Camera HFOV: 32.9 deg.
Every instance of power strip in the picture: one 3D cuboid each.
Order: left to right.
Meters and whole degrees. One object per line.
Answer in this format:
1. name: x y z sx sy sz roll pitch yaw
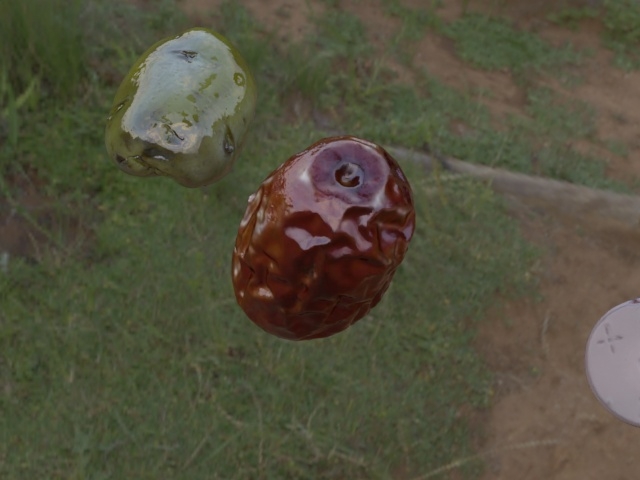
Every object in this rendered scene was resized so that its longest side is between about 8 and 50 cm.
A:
1. power strip: 0.382 0.139 1.229 0.154 0.154 0.078 39 21 23

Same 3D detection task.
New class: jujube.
1. jujube: 0.000 0.000 1.114 0.174 0.250 0.174 7 53 -10

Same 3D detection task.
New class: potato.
1. potato: -0.151 -0.146 1.208 0.155 0.137 0.200 23 53 -3
